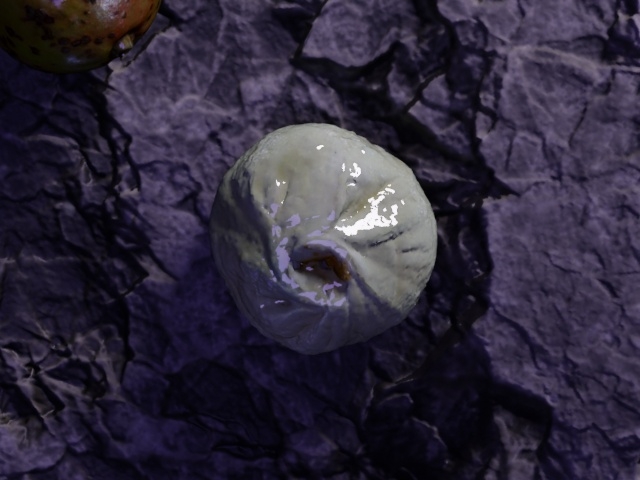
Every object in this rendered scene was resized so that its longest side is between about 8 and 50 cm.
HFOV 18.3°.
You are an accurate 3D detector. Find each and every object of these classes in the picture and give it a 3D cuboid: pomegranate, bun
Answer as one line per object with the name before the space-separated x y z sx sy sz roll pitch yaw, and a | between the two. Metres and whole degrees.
pomegranate | -0.211 -0.227 1.594 0.159 0.159 0.205 -31 75 12
bun | 0.000 0.000 1.664 0.195 0.118 0.195 2 105 6
